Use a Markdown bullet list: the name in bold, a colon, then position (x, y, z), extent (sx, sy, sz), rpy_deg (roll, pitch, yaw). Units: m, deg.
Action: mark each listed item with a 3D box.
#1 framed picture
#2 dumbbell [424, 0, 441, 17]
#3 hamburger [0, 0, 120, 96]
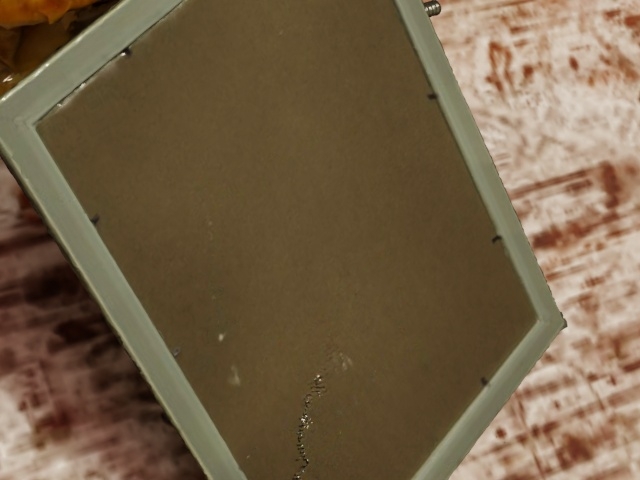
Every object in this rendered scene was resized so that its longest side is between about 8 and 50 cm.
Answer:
- **framed picture**: position (0.000, 0.000, 0.637), extent (0.231, 0.018, 0.293), rpy_deg (-46, 122, -32)
- **dumbbell**: position (0.004, -0.101, 0.718), extent (0.147, 0.069, 0.069), rpy_deg (-22, 81, -32)
- **hamburger**: position (-0.182, -0.210, 0.612), extent (0.289, 0.170, 0.314), rpy_deg (-28, 84, -34)
